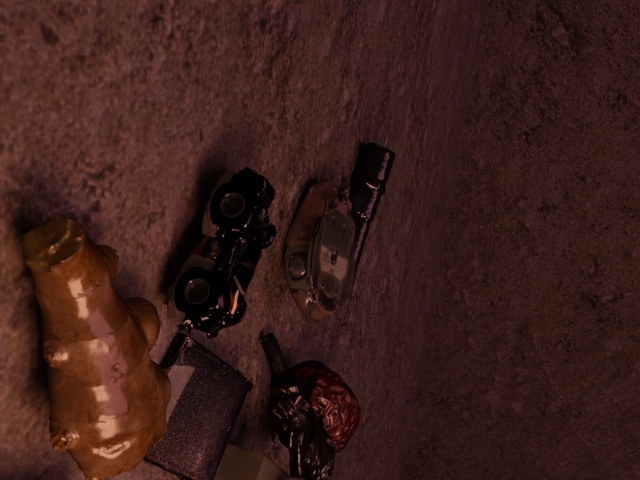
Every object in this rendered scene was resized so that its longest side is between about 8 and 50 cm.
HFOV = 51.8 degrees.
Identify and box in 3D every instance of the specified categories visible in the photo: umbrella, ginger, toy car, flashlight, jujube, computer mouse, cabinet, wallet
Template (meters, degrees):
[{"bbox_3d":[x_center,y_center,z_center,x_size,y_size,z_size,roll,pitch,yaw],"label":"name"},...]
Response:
[{"bbox_3d":[-0.059,0.367,1.450,0.118,0.118,0.340,-7,75,-67],"label":"umbrella"},{"bbox_3d":[-0.271,0.130,0.883,0.236,0.166,0.375,-22,130,-53],"label":"ginger"},{"bbox_3d":[-0.162,0.020,1.132,0.193,0.118,0.301,53,53,-73],"label":"toy car"},{"bbox_3d":[0.099,-0.048,1.742,0.103,0.103,0.424,30,75,-67],"label":"flashlight"},{"bbox_3d":[-0.010,0.419,1.604,0.213,0.213,0.232,-61,141,-32],"label":"jujube"},{"bbox_3d":[-0.006,0.001,1.513,0.199,0.115,0.389,39,55,-55],"label":"computer mouse"},{"bbox_3d":[-0.175,0.511,1.354,0.206,0.150,0.145,67,38,-57],"label":"cabinet"},{"bbox_3d":[-0.235,0.316,1.207,0.221,0.071,0.262,-65,149,-22],"label":"wallet"}]

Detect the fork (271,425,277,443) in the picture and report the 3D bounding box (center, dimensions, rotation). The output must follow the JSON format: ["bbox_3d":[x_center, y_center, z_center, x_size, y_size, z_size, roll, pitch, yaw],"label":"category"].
[{"bbox_3d":[-0.083,0.462,1.725,0.219,0.028,0.034,-35,127,-64],"label":"fork"}]
